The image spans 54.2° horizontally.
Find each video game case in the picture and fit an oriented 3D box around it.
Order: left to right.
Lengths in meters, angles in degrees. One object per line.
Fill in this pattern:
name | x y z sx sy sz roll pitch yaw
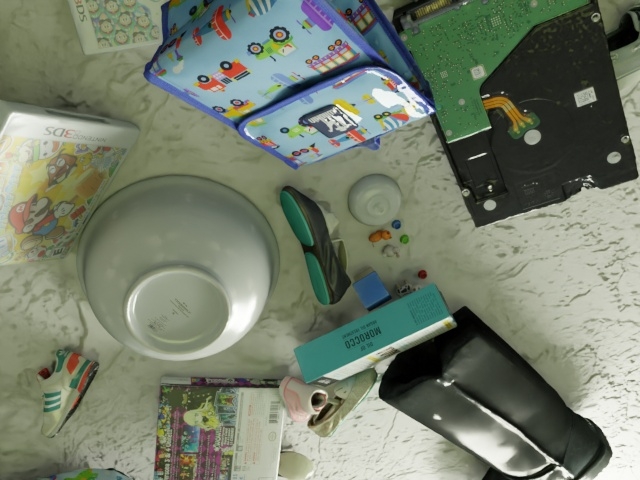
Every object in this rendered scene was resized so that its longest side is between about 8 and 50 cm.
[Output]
video game case | -0.349 -0.060 0.774 0.026 0.206 0.227 42 108 16
video game case | -0.227 -0.307 0.752 0.157 0.019 0.143 -11 119 -5
video game case | -0.172 0.346 1.058 0.210 0.042 0.232 4 100 -12

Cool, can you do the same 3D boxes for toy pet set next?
toy pet set | 0.106 0.053 0.972 0.114 0.065 0.122 -31 118 4

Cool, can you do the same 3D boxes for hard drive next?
hard drive | 0.266 -0.194 0.841 0.237 0.064 0.339 -19 121 20

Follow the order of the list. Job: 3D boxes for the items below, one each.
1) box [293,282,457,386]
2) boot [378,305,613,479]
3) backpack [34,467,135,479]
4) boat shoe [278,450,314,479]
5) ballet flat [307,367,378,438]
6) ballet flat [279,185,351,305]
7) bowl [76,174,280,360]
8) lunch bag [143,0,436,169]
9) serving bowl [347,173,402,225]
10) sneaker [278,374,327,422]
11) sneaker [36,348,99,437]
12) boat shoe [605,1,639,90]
box | 0.088 0.154 0.990 0.244 0.060 0.100 -26 158 10
boot | 0.269 0.368 1.118 0.445 0.146 0.367 39 95 -29
backpack | -0.448 0.531 1.043 0.356 0.273 0.290 -24 113 -11
boat shoe | -0.080 0.407 1.140 0.137 0.043 0.049 10 74 -17
ballet flat | 0.034 0.280 1.087 0.052 0.057 0.168 31 108 -13
ballet flat | 0.000 0.000 0.933 0.074 0.074 0.203 -19 113 0
bowl | -0.200 0.066 0.889 0.298 0.134 0.297 -4 117 -8
lunch bag | -0.018 -0.201 0.753 0.221 0.138 0.293 -21 140 32
serving bowl | 0.084 -0.056 0.935 0.083 0.027 0.083 -5 119 -8
sneaker | -0.019 0.276 1.046 0.070 0.051 0.134 14 147 26
sneaker | -0.417 0.238 0.992 0.075 0.057 0.161 32 110 -6
boat shoe | 0.436 -0.276 0.853 0.228 0.079 0.081 -32 123 11
